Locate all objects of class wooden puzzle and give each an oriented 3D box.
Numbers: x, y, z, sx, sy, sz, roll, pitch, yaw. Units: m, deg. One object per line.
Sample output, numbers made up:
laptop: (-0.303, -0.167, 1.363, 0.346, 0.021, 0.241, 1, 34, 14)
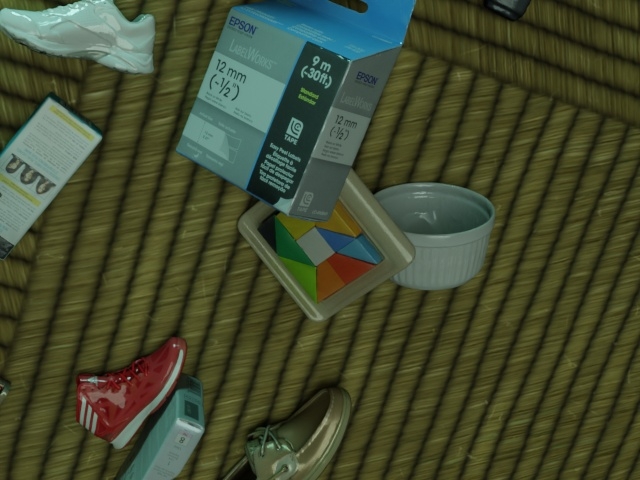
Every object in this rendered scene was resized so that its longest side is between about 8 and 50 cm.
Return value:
wooden puzzle: (0.000, 0.000, 1.519, 0.239, 0.044, 0.221, -37, 92, 38)

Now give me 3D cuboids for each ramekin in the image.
ramekin: (0.174, -0.005, 1.573, 0.207, 0.207, 0.109, -6, 117, -12)

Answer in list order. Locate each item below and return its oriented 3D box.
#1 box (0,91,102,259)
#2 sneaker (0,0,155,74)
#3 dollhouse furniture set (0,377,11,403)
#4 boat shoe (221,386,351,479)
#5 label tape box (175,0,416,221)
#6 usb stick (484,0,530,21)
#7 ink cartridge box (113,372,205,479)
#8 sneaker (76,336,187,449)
box: (-0.444, -0.097, 1.469, 0.100, 0.060, 0.244, 39, 95, -20)
sneaker: (-0.350, -0.318, 1.419, 0.232, 0.090, 0.115, 9, 98, -25)
dollhouse furniture set: (-0.567, 0.208, 1.498, 0.184, 0.129, 0.129, 35, 96, -19)
boat shoe: (-0.078, 0.378, 1.671, 0.110, 0.121, 0.341, 35, 98, -21)
label tape box: (-0.040, -0.235, 1.416, 0.115, 0.249, 0.347, 4, 112, -53)
usb stick: (0.349, -0.486, 1.544, 0.077, 0.045, 0.278, 23, 101, -19)
ink cartridge box: (-0.265, 0.351, 1.584, 0.066, 0.189, 0.232, 24, 100, -14)
sneaker: (-0.321, 0.231, 1.589, 0.128, 0.087, 0.221, 32, 96, -21)
